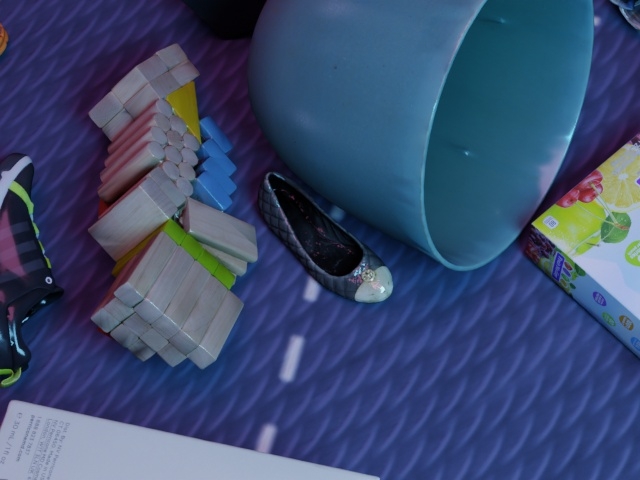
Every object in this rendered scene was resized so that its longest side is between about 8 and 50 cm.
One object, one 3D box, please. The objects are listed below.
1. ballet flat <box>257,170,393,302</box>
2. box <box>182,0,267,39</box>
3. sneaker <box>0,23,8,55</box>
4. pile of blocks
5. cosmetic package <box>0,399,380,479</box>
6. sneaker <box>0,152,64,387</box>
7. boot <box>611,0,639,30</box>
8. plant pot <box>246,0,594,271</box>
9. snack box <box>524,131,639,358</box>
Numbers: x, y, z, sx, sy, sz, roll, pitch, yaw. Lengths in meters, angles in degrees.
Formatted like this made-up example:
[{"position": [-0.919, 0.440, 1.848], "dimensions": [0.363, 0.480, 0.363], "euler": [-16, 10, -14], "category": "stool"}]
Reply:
[{"position": [0.000, 0.000, 1.252], "dimensions": [0.173, 0.049, 0.057], "euler": [40, 73, 22], "category": "ballet flat"}, {"position": [-0.044, -0.365, 1.385], "dimensions": [0.184, 0.103, 0.261], "euler": [-11, 58, 29], "category": "box"}, {"position": [-0.428, -0.272, 1.412], "dimensions": [0.221, 0.087, 0.083], "euler": [30, 67, 18], "category": "sneaker"}, {"position": [-0.153, -0.022, 1.262], "dimensions": [0.112, 0.149, 0.362], "euler": [-36, 43, 34], "category": "pile of blocks"}, {"position": [-0.109, 0.234, 1.075], "dimensions": [0.309, 0.160, 0.113], "euler": [11, 64, 11], "category": "cosmetic package"}, {"position": [-0.292, 0.030, 1.259], "dimensions": [0.097, 0.084, 0.235], "euler": [16, 63, -14], "category": "sneaker"}, {"position": [0.331, -0.297, 1.358], "dimensions": [0.258, 0.095, 0.123], "euler": [39, 64, 21], "category": "boot"}, {"position": [0.077, -0.148, 1.205], "dimensions": [0.235, 0.293, 0.293], "euler": [23, 65, 31], "category": "plant pot"}, {"position": [0.323, 0.014, 1.207], "dimensions": [0.174, 0.070, 0.207], "euler": [-39, 67, -17], "category": "snack box"}]
